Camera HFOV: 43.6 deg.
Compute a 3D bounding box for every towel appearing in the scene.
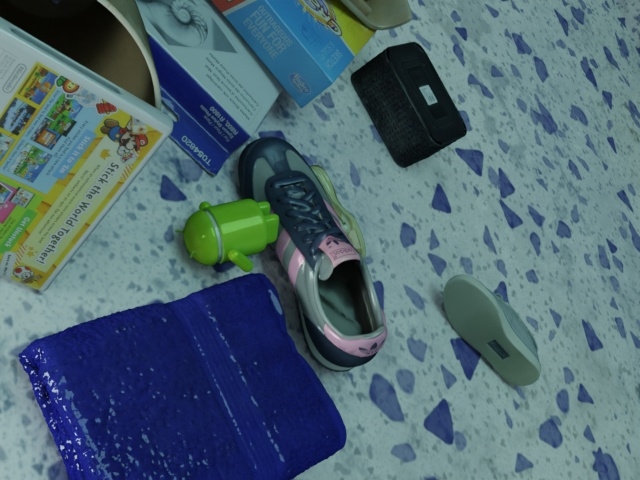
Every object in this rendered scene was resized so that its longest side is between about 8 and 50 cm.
[{"bbox_3d":[-0.130,0.168,0.822,0.308,0.076,0.227,-14,71,-48],"label":"towel"}]

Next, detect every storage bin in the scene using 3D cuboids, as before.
[{"bbox_3d":[0.147,-0.225,1.319,0.122,0.084,0.180,-27,87,-50],"label":"storage bin"}]

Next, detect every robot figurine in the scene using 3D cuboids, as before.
[{"bbox_3d":[-0.107,-0.010,0.932,0.115,0.067,0.101,-16,49,-26],"label":"robot figurine"}]

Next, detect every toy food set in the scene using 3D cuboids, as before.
[{"bbox_3d":[0.027,-0.476,1.201,0.306,0.092,0.219,27,41,-52],"label":"toy food set"}]

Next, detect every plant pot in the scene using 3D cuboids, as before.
[{"bbox_3d":[-0.282,-0.211,0.777,0.256,0.256,0.274,30,32,-31],"label":"plant pot"}]

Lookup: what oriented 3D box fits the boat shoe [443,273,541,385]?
[{"bbox_3d":[0.268,0.128,1.251,0.227,0.079,0.081,50,32,-19],"label":"boat shoe"}]

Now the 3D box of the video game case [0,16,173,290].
[{"bbox_3d":[-0.277,-0.071,0.693,0.206,0.227,0.026,29,27,-31],"label":"video game case"}]

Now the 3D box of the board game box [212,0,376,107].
[{"bbox_3d":[-0.036,-0.357,1.184,0.242,0.064,0.316,49,32,-13],"label":"board game box"}]

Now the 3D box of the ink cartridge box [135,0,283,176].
[{"bbox_3d":[-0.159,-0.228,1.036,0.223,0.045,0.224,44,43,-19],"label":"ink cartridge box"}]

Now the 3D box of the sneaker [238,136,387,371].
[{"bbox_3d":[0.000,0.000,0.983,0.112,0.131,0.319,-22,82,-24],"label":"sneaker"}]

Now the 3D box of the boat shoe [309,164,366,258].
[{"bbox_3d":[0.008,-0.031,1.089,0.048,0.056,0.153,-21,82,-40],"label":"boat shoe"}]
